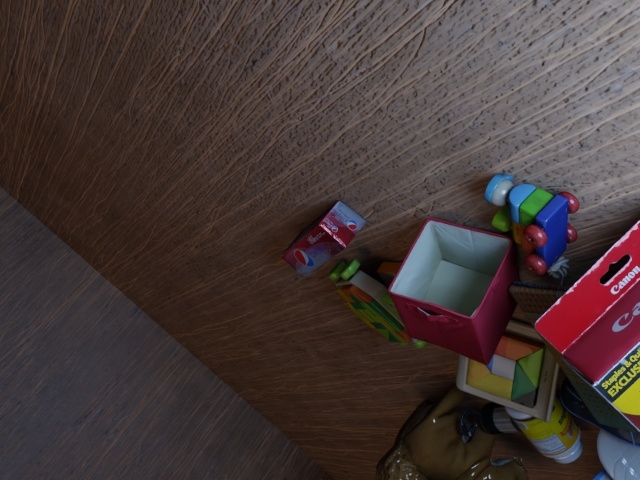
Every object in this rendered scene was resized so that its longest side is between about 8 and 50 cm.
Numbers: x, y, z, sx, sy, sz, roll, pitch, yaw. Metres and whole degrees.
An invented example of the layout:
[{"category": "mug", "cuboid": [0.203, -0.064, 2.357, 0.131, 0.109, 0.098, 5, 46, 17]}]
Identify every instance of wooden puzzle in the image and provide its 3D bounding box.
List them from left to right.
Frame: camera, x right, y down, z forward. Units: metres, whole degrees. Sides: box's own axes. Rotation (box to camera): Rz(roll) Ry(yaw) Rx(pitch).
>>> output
[{"category": "wooden puzzle", "cuboid": [0.413, 0.279, 1.529, 0.239, 0.044, 0.220, 18, 118, 35]}]

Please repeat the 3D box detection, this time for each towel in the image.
[{"category": "towel", "cuboid": [0.526, 0.222, 1.239, 0.370, 0.040, 0.271, 53, 161, -15]}]

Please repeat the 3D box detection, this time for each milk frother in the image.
[{"category": "milk frother", "cuboid": [0.448, 0.458, 1.740, 0.129, 0.143, 0.135, 47, 153, -3]}]

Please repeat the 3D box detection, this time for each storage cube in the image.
[{"category": "storage cube", "cuboid": [0.275, 0.100, 1.353, 0.184, 0.215, 0.193, 16, 151, 33]}]

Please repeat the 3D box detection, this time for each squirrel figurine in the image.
[{"category": "squirrel figurine", "cuboid": [0.368, 0.654, 1.853, 0.370, 0.397, 0.281, 44, 147, 7]}]

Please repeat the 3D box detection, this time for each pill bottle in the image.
[{"category": "pill bottle", "cuboid": [0.540, 0.436, 1.631, 0.215, 0.117, 0.117, 50, 149, -22]}]

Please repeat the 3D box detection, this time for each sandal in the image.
[{"category": "sandal", "cuboid": [0.802, 0.520, 1.460, 0.416, 0.169, 0.102, 22, 180, 28]}]

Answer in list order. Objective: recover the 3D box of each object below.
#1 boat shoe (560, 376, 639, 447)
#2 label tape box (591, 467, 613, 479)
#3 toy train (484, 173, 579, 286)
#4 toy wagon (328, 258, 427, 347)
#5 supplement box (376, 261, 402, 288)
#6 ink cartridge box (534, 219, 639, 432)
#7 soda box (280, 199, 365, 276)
[{"category": "boat shoe", "cuboid": [0.630, 0.365, 1.445, 0.258, 0.109, 0.089, 11, 138, 36]}, {"category": "label tape box", "cuboid": [0.710, 0.678, 1.638, 0.115, 0.249, 0.347, 38, 159, 43]}, {"category": "toy train", "cuboid": [0.369, -0.009, 1.218, 0.143, 0.105, 0.248, 38, 163, 35]}, {"category": "toy wagon", "cuboid": [0.149, 0.157, 1.644, 0.267, 0.068, 0.344, 43, 168, -6]}, {"category": "supplement box", "cuboid": [0.187, 0.096, 1.615, 0.062, 0.036, 0.098, 1, 135, 50]}, {"category": "ink cartridge box", "cuboid": [0.523, 0.125, 0.991, 0.272, 0.309, 0.130, 42, -174, -8]}, {"category": "soda box", "cuboid": [0.000, 0.000, 1.628, 0.083, 0.092, 0.263, 42, 151, -5]}]
